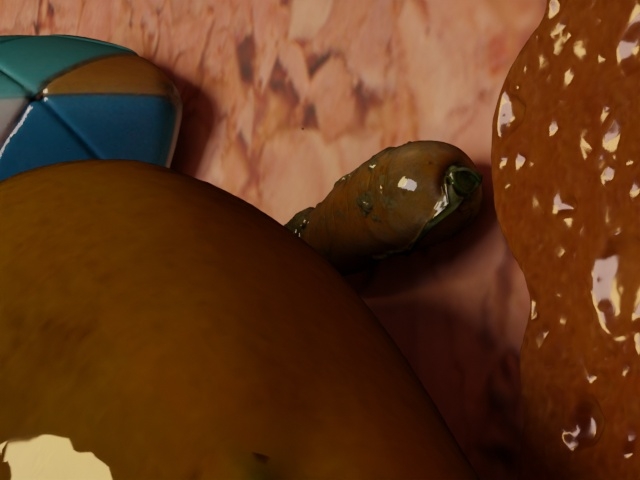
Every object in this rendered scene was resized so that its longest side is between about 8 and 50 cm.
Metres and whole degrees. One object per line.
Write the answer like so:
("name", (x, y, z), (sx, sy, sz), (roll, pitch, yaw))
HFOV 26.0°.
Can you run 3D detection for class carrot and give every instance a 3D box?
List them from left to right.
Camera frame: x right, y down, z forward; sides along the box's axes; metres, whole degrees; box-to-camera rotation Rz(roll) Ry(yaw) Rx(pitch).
("carrot", (0.000, 0.000, 0.671), (0.254, 0.049, 0.049), (-26, 62, 60))

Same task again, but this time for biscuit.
("biscuit", (0.131, -0.013, 0.444), (0.202, 0.047, 0.334), (-20, 68, 56))

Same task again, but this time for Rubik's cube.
("Rubik's cube", (-0.201, -0.068, 0.855), (0.254, 0.254, 0.254), (-20, 67, 57))

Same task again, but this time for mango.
("mango", (-0.052, 0.132, 0.525), (0.446, 0.232, 0.300), (29, 124, 58))
